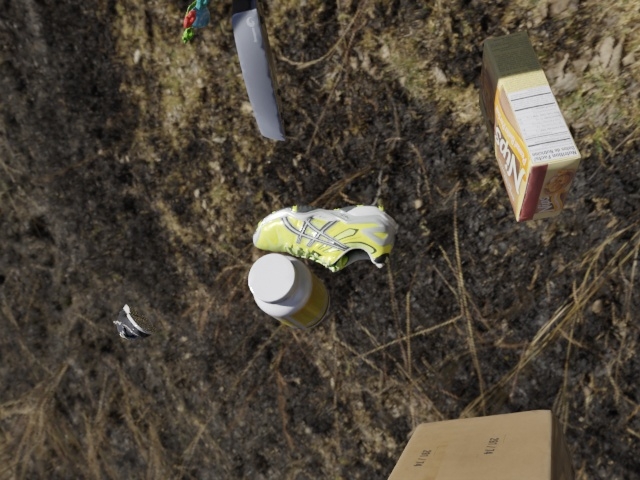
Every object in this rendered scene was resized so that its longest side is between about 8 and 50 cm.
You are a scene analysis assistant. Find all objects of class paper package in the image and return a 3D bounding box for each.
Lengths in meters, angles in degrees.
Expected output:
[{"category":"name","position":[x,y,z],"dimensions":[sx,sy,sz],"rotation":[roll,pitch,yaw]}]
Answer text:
[{"category":"paper package","position":[0.295,0.467,0.934],"dimensions":[0.309,0.324,0.168],"rotation":[-17,91,25]}]

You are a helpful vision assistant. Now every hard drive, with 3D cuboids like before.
[{"category":"hard drive","position":[-0.111,-0.324,0.924],"dimensions":[0.255,0.054,0.172],"rotation":[79,-179,-49]}]

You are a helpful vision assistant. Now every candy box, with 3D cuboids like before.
[{"category":"candy box","position":[0.385,-0.218,0.974],"dimensions":[0.183,0.087,0.317],"rotation":[66,-165,-59]}]

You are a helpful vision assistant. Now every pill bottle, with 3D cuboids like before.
[{"category":"pill bottle","position":[-0.096,0.158,1.582],"dimensions":[0.188,0.188,0.334],"rotation":[44,176,24]}]

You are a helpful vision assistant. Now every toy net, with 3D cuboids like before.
[{"category":"toy net","position":[-0.283,-0.577,1.183],"dimensions":[0.045,0.122,0.232],"rotation":[36,144,-1]}]

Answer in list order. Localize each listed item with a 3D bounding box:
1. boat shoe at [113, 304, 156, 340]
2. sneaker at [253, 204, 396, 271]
[{"category":"boat shoe","position":[-0.268,0.123,0.722],"dimensions":[0.046,0.038,0.125],"rotation":[42,165,-28]},{"category":"sneaker","position":[0.000,0.000,1.312],"dimensions":[0.384,0.147,0.145],"rotation":[-4,156,18]}]
